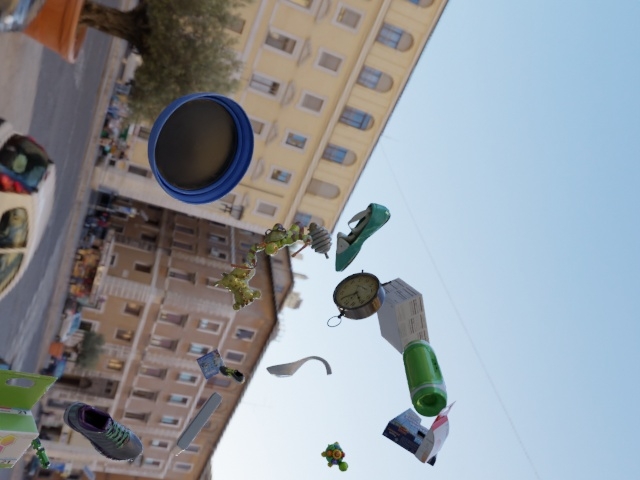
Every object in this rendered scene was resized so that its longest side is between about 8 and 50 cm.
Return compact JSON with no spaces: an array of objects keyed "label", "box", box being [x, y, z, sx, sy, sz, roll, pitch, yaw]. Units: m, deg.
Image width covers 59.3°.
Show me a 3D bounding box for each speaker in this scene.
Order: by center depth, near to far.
[{"label":"speaker","box":[0.365,0.479,1.984,0.296,0.131,0.131,-89,-159,-65]}]

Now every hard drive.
[{"label":"hard drive","box":[-0.497,0.732,2.227,0.233,0.047,0.353,-53,-179,-30]}]

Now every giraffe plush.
[{"label":"giraffe plush","box":[-0.351,0.216,2.506,0.181,0.210,0.170,-41,-105,18]}]

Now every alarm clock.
[{"label":"alarm clock","box":[0.087,0.158,1.440,0.192,0.064,0.129,-41,-142,-24]}]

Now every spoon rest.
[{"label":"spoon rest","box":[-0.092,0.528,2.355,0.137,0.276,0.084,126,-36,-64]}]

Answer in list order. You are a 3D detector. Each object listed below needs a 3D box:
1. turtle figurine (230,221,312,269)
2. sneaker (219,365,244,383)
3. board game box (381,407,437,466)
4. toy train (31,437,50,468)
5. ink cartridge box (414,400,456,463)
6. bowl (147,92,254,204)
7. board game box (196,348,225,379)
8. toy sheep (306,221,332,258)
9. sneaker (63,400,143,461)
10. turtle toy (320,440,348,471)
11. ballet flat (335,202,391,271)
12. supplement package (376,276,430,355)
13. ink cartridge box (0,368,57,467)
[{"label":"turtle figurine","box":[-0.141,0.002,1.727,0.269,0.087,0.217,-19,-166,18]},{"label":"sneaker","box":[-0.257,0.385,1.643,0.031,0.083,0.035,-56,169,-49]},{"label":"board game box","box":[0.325,0.658,1.931,0.060,0.194,0.194,-64,167,13]},{"label":"toy train","box":[-0.716,0.546,1.441,0.024,0.017,0.083,-38,-102,21]},{"label":"ink cartridge box","box":[0.376,0.598,1.760,0.045,0.145,0.179,35,-73,28]},{"label":"bowl","box":[-0.408,-0.317,1.928,0.077,0.391,0.391,32,-72,40]},{"label":"board game box","box":[-0.427,0.485,2.204,0.090,0.090,0.020,67,-14,-13]},{"label":"toy sheep","box":[0.000,0.000,1.854,0.132,0.091,0.091,61,-27,0]},{"label":"sneaker","box":[-0.511,0.468,1.356,0.098,0.224,0.083,-18,-142,44]},{"label":"turtle toy","box":[0.069,0.914,2.367,0.130,0.095,0.066,56,-28,7]},{"label":"ballet flat","box":[0.099,-0.017,1.652,0.247,0.087,0.083,-50,-158,17]},{"label":"supplement package","box":[0.354,0.333,2.484,0.204,0.145,0.262,38,-36,61]},{"label":"ink cartridge box","box":[-0.837,0.473,1.484,0.255,0.189,0.097,-49,-127,6]}]
